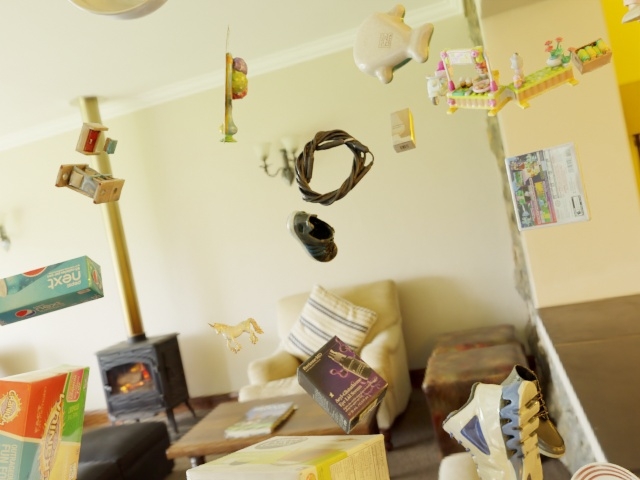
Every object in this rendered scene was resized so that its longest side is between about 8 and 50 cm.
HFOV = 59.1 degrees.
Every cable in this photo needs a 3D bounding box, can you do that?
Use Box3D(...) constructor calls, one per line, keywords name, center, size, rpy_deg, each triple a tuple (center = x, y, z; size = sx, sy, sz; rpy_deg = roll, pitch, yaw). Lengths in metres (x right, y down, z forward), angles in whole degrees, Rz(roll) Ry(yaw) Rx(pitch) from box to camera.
Box3D(name="cable", center=(0.017, -0.161, 1.237), size=(0.184, 0.150, 0.047), rpy_deg=(-48, -11, -6))

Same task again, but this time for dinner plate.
Box3D(name="dinner plate", center=(0.418, 0.387, 0.799), size=(0.017, 0.141, 0.141), rpy_deg=(1, -6, -34))

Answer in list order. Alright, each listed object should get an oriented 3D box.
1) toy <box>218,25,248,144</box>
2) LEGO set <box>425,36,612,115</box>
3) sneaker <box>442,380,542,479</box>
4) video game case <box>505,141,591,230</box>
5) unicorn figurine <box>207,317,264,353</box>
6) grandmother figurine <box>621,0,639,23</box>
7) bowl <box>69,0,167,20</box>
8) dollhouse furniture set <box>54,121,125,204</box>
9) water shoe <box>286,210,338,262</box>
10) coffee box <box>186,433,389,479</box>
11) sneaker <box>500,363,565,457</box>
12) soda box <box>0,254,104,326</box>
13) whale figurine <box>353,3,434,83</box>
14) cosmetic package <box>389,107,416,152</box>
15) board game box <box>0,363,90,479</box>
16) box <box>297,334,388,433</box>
Box3D(name="toy", center=(-0.187, -0.330, 1.235), size=(0.056, 0.238, 0.137), rpy_deg=(6, 5, -10))
Box3D(name="LEGO set", center=(0.296, -0.279, 0.889), size=(0.286, 0.107, 0.132), rpy_deg=(-4, 39, 32))
Box3D(name="sneaker", center=(0.362, 0.441, 1.204), size=(0.182, 0.316, 0.127), rpy_deg=(1, 1, 43))
Box3D(name="video game case", center=(0.588, -0.136, 1.466), size=(0.183, 0.202, 0.023), rpy_deg=(-11, 2, 41))
Box3D(name="unicorn figurine", center=(-0.264, 0.287, 1.745), size=(0.161, 0.111, 0.060), rpy_deg=(-19, -17, -38))
Box3D(name="grandmother figurine", center=(0.580, -0.580, 1.018), size=(0.207, 0.343, 0.104), rpy_deg=(-19, 9, -41))
Box3D(name="bowl", center=(-0.434, -0.618, 1.279), size=(0.297, 0.298, 0.134), rpy_deg=(-11, -9, 6))
Box3D(name="dollhouse furniture set", center=(-0.613, -0.212, 1.544), size=(0.129, 0.184, 0.129), rpy_deg=(23, 12, 4))
Box3D(name="water shoe", center=(0.000, 0.000, 1.297), size=(0.080, 0.073, 0.203), rpy_deg=(5, -21, 35))
Box3D(name="coffee box", center=(-0.052, 0.641, 1.264), size=(0.337, 0.339, 0.334), rpy_deg=(-14, -11, 34))
Box3D(name="sneaker", center=(0.528, 0.419, 1.396), size=(0.083, 0.118, 0.222), rpy_deg=(-5, 36, -31))
Box3D(name="soda box", center=(-0.534, 0.097, 1.085), size=(0.209, 0.071, 0.067), rpy_deg=(-16, -23, -2))
Box3D(name="whale figurine", center=(0.219, -0.546, 1.590), size=(0.141, 0.217, 0.271), rpy_deg=(3, 10, -42))
Box3D(name="cosmetic package", center=(0.228, -0.305, 1.565), size=(0.060, 0.115, 0.041), rpy_deg=(-14, -31, 22))
Box3D(name="board game box", center=(-0.528, 0.369, 1.062), size=(0.064, 0.243, 0.316), rpy_deg=(5, -8, -5))
Box3D(name="box", center=(0.057, 0.391, 1.547), size=(0.153, 0.207, 0.108), rpy_deg=(-39, -27, -25))
